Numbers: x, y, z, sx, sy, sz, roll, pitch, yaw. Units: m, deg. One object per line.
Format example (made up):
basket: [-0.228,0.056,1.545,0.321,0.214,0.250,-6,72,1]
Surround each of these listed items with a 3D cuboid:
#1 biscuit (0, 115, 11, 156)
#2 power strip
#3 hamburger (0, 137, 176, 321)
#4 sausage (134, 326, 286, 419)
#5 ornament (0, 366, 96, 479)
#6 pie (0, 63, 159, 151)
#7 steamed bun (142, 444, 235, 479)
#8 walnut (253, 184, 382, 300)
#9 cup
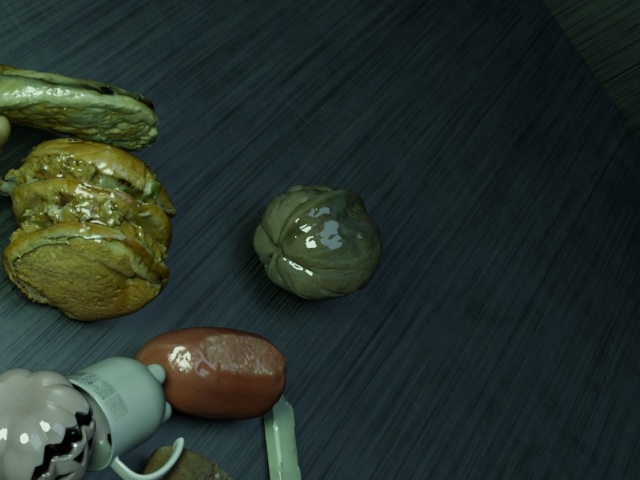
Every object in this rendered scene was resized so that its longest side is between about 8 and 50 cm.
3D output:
biscuit: [-0.491,-0.019,1.390,0.044,0.217,0.325,33,28,-3]
power strip: [-0.060,0.340,1.806,0.048,0.030,0.191,14,59,-41]
hamburger: [-0.331,-0.024,1.593,0.261,0.245,0.211,16,58,-15]
sausage: [-0.155,0.202,1.713,0.254,0.148,0.148,11,61,-44]
ornament: [-0.374,0.255,1.438,0.177,0.177,0.177,23,54,-35]
pie: [-0.387,-0.188,1.579,0.339,0.339,0.077,11,87,-41]
steamed bun: [-0.181,0.386,1.604,0.175,0.106,0.145,42,45,-24]
walnut: [0.000,0.000,1.934,0.224,0.224,0.224,23,54,-35]
cup: [-0.269,0.237,1.557,0.142,0.173,0.134,-25,129,-50]
